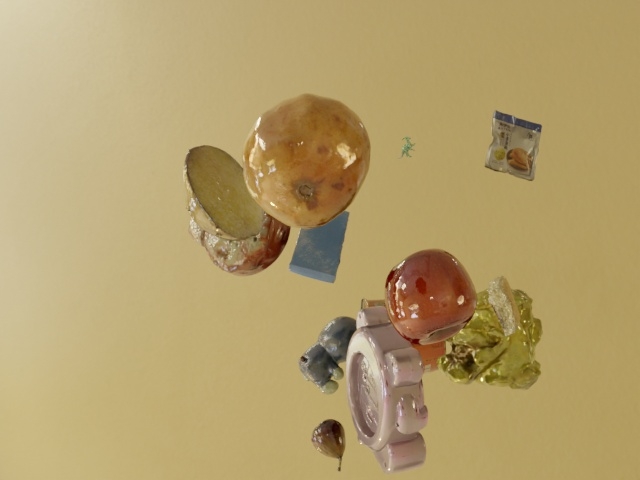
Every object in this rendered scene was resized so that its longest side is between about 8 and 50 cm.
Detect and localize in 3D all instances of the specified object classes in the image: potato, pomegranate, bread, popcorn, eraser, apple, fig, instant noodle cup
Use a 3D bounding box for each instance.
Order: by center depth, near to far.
[{"bbox_3d":[0.283,0.099,1.076,0.035,0.083,0.070,-21,-172,21],"label":"bread"},{"bbox_3d":[-0.021,-0.122,1.080,0.207,0.207,0.207,-9,-178,0],"label":"pomegranate"},{"bbox_3d":[0.208,0.107,1.336,0.180,0.169,0.181,-19,162,-6],"label":"apple"},{"bbox_3d":[0.421,0.234,1.711,0.241,0.250,0.235,6,-177,-27],"label":"popcorn"},{"bbox_3d":[0.034,0.509,1.733,0.088,0.125,0.089,-25,147,-18],"label":"fig"},{"bbox_3d":[-0.283,-0.115,1.941,0.239,0.299,0.116,-22,170,-47],"label":"potato"},{"bbox_3d":[0.000,0.000,2.115,0.144,0.043,0.312,16,-139,-2],"label":"eraser"},{"bbox_3d":[-0.238,-0.052,2.129,0.327,0.295,0.114,43,-174,39],"label":"bread"},{"bbox_3d":[0.256,0.304,2.155,0.213,0.297,0.296,-8,-179,-5],"label":"instant noodle cup"}]

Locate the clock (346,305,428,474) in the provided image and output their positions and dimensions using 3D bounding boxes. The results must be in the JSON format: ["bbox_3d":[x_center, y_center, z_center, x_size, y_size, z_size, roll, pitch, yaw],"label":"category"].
[{"bbox_3d":[0.149,0.338,1.615,0.113,0.322,0.295,-7,-151,-17],"label":"clock"}]

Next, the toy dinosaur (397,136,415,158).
[{"bbox_3d":[0.250,-0.275,2.077,0.083,0.062,0.021,-11,-157,42],"label":"toy dinosaur"}]

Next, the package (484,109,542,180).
[{"bbox_3d":[0.555,-0.272,2.006,0.171,0.173,0.027,12,177,-18],"label":"package"}]

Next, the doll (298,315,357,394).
[{"bbox_3d":[0.040,0.373,2.355,0.258,0.154,0.228,-43,-155,-12],"label":"doll"}]
